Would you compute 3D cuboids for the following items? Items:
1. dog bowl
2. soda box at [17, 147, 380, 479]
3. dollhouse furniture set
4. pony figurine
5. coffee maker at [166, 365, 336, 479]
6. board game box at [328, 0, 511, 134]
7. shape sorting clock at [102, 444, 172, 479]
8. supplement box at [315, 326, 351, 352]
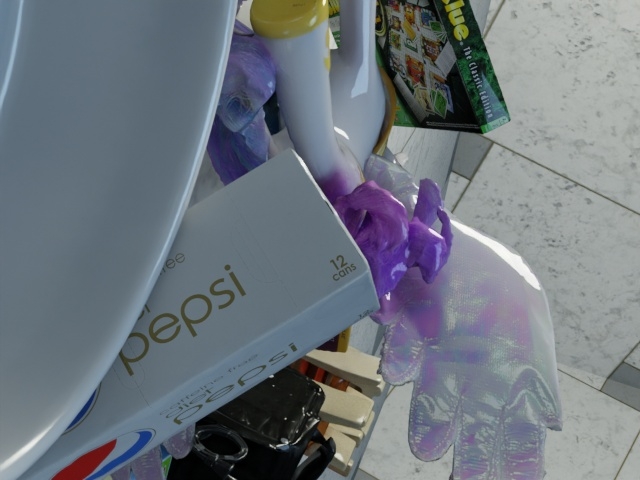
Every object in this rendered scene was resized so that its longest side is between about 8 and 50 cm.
[{"bbox_3d":[-0.119,-0.055,0.345,0.265,0.104,0.265,17,90,-80],"label":"dog bowl"},{"bbox_3d":[-0.083,0.051,0.488,0.216,0.069,0.074,-32,163,-4],"label":"soda box"},{"bbox_3d":[-0.026,0.211,1.190,0.259,0.135,0.262,-55,165,-59],"label":"dollhouse furniture set"},{"bbox_3d":[0.001,-0.034,0.694,0.363,0.302,0.351,73,24,-46],"label":"pony figurine"},{"bbox_3d":[-0.088,0.200,0.897,0.171,0.120,0.178,-13,131,-55],"label":"coffee maker"},{"bbox_3d":[0.062,-0.153,0.852,0.136,0.030,0.259,66,-11,-14],"label":"board game box"},{"bbox_3d":[-0.159,0.223,0.776,0.206,0.040,0.206,16,90,-80],"label":"shape sorting clock"},{"bbox_3d":[0.000,0.000,1.039,0.188,0.080,0.104,-80,178,-48],"label":"supplement box"}]
